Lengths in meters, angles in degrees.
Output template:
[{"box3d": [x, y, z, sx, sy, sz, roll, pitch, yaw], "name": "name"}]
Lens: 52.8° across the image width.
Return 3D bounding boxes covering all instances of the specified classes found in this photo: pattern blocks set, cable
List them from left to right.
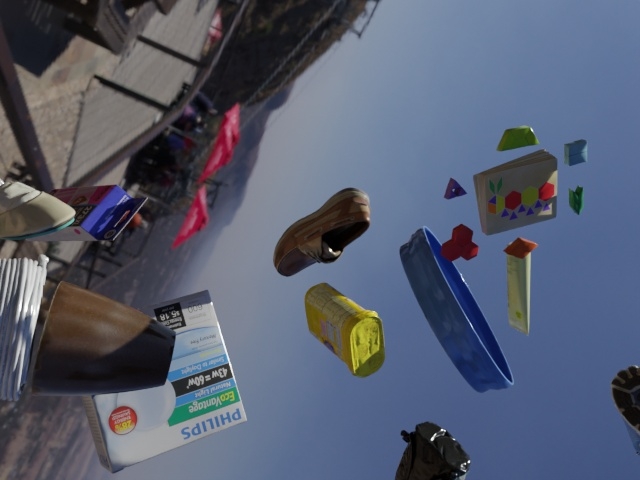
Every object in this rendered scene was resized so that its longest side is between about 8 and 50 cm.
[{"box3d": [-0.558, 0.156, 1.156, 0.257, 0.089, 0.257, -157, -102, -68], "name": "cable"}, {"box3d": [0.401, -0.093, 1.324, 0.026, 0.325, 0.285, -129, -145, -62], "name": "pattern blocks set"}]

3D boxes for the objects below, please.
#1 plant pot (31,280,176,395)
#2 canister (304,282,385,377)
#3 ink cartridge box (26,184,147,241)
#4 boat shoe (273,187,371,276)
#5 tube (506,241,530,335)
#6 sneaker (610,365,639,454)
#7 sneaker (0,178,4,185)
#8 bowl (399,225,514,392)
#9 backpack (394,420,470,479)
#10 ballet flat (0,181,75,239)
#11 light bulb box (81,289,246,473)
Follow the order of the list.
[{"box3d": [-0.403, 0.205, 1.237, 0.215, 0.230, 0.215, -168, -90, -75], "name": "plant pot"}, {"box3d": [0.042, 0.164, 1.225, 0.170, 0.073, 0.126, 32, -44, 52], "name": "canister"}, {"box3d": [-0.677, -0.076, 1.822, 0.175, 0.371, 0.069, -62, 140, -38], "name": "ink cartridge box"}, {"box3d": [0.000, 0.000, 1.642, 0.324, 0.123, 0.116, -42, -136, 28], "name": "boat shoe"}, {"box3d": [0.524, 0.126, 1.709, 0.070, 0.062, 0.240, -27, 116, -60], "name": "tube"}, {"box3d": [0.657, 0.390, 1.184, 0.130, 0.147, 0.330, -28, -118, 14], "name": "sneaker"}, {"box3d": [-0.667, -0.030, 1.100, 0.268, 0.153, 0.101, -46, 139, -14], "name": "sneaker"}, {"box3d": [0.293, 0.154, 1.418, 0.077, 0.391, 0.391, -31, -162, 13], "name": "bowl"}, {"box3d": [0.226, 0.480, 1.320, 0.152, 0.115, 0.182, 45, -52, 45], "name": "backpack"}, {"box3d": [-0.455, -0.043, 0.921, 0.248, 0.086, 0.086, -6, -131, 31], "name": "ballet flat"}, {"box3d": [-0.431, 0.357, 1.676, 0.225, 0.358, 0.361, -28, -101, 62], "name": "light bulb box"}]
